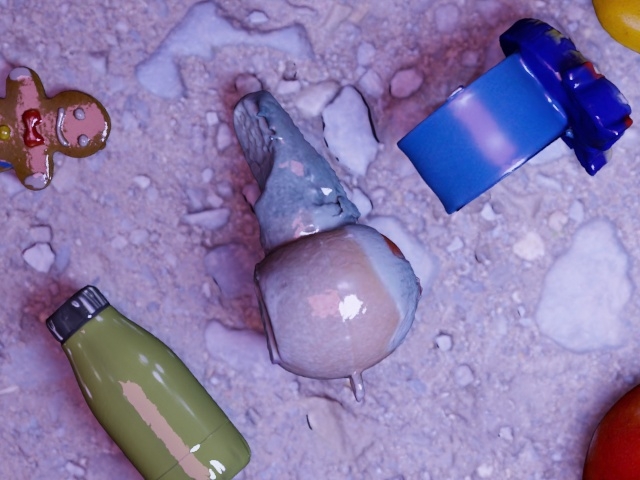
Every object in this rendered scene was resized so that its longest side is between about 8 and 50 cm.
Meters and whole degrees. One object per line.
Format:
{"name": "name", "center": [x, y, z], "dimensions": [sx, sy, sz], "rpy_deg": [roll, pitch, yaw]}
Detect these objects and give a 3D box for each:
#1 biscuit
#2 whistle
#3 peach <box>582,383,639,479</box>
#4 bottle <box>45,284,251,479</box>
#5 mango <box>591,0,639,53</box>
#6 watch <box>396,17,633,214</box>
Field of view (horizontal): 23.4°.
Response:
{"name": "biscuit", "center": [-0.333, -0.122, 1.708], "dimensions": [0.205, 0.031, 0.138], "rpy_deg": [-4, 93, 5]}
{"name": "whistle", "center": [0.000, 0.000, 1.620], "dimensions": [0.189, 0.189, 0.347], "rpy_deg": [-20, 78, 7]}
{"name": "peach", "center": [0.368, 0.235, 1.577], "dimensions": [0.190, 0.190, 0.192], "rpy_deg": [39, 78, 2]}
{"name": "bottle", "center": [-0.192, 0.166, 1.670], "dimensions": [0.112, 0.112, 0.260], "rpy_deg": [-40, 89, 7]}
{"name": "mango", "center": [0.387, -0.236, 1.579], "dimensions": [0.219, 0.112, 0.144], "rpy_deg": [12, 98, 10]}
{"name": "watch", "center": [0.188, -0.115, 1.572], "dimensions": [0.200, 0.196, 0.171], "rpy_deg": [-35, 80, 0]}
